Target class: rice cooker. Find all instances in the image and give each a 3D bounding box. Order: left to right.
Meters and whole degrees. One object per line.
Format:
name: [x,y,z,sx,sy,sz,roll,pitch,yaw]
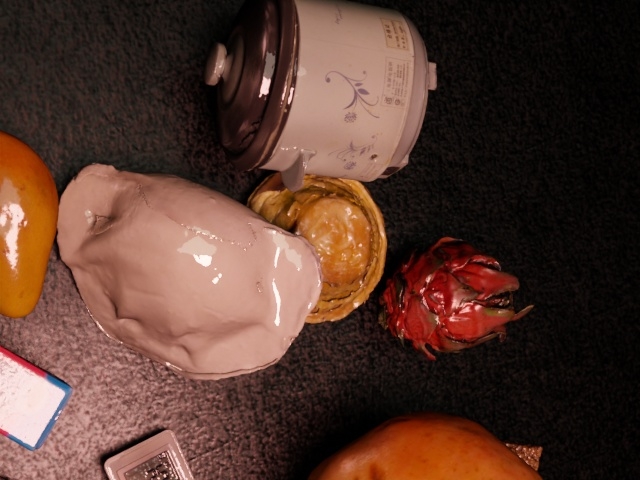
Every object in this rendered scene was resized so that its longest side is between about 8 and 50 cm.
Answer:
rice cooker: [-0.015,-0.212,1.707,0.316,0.264,0.317,5,77,-23]

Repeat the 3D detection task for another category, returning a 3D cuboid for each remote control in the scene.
remote control: [-0.198,0.426,1.734,0.109,0.055,0.313,-24,93,-27]

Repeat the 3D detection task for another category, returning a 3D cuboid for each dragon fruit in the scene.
dragon fruit: [0.188,0.083,1.823,0.188,0.182,0.182,-11,92,-31]

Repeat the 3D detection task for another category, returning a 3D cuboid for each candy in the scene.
candy: [-0.473,0.145,1.583,0.306,0.157,0.100,35,77,-15]

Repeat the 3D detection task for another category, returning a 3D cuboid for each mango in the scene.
mango: [-0.410,-0.024,1.635,0.138,0.113,0.253,-10,94,-20]

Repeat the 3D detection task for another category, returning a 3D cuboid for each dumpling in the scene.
dumpling: [-0.194,0.049,1.686,0.341,0.181,0.260,17,103,-22]

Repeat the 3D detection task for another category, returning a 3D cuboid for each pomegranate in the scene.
pomegranate: [0.153,0.437,1.711,0.410,0.410,0.410,1,88,-20]

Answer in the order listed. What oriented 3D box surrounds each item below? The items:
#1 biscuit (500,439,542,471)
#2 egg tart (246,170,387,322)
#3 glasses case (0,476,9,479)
biscuit: [0.243,0.329,1.905,0.199,0.034,0.064,12,84,-19]
egg tart: [0.000,0.000,1.792,0.241,0.106,0.241,2,84,-23]
glasses case: [-0.388,0.395,1.649,0.314,0.075,0.122,29,83,-18]
